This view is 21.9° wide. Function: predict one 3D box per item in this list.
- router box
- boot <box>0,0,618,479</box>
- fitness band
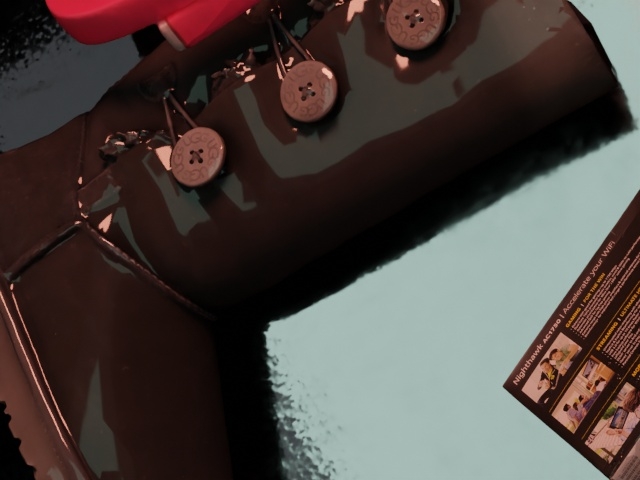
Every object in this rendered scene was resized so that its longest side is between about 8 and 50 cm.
[{"bbox_3d":[0.205,0.053,1.008,0.179,0.046,0.133,-55,31,4],"label":"router box"},{"bbox_3d":[-0.001,-0.002,1.074,0.445,0.146,0.367,-32,77,6],"label":"boot"},{"bbox_3d":[-0.054,-0.227,1.093,0.291,0.054,0.209,-33,32,10],"label":"fitness band"}]
